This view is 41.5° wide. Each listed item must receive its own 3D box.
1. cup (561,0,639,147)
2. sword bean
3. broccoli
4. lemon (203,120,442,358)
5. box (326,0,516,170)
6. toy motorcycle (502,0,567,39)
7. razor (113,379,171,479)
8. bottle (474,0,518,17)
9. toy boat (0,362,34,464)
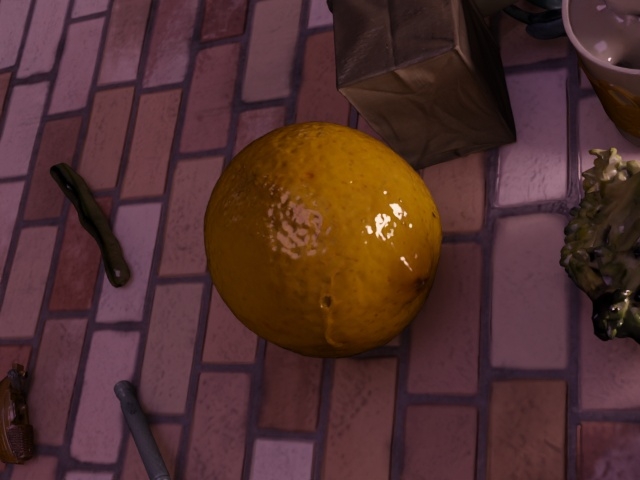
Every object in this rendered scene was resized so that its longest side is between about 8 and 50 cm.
[{"bbox_3d":[0.390,-0.198,0.882,0.241,0.226,0.185,15,76,30],"label":"cup"},{"bbox_3d":[-0.356,-0.030,1.310,0.043,0.038,0.269,-38,58,2],"label":"sword bean"},{"bbox_3d":[0.356,-0.008,0.807,0.263,0.243,0.247,33,73,28],"label":"broccoli"},{"bbox_3d":[0.001,0.001,0.976,0.293,0.293,0.293,-10,65,23],"label":"lemon"},{"bbox_3d":[0.124,-0.210,1.020,0.155,0.231,0.149,-14,64,22],"label":"box"},{"bbox_3d":[0.327,-0.356,1.029,0.260,0.154,0.206,-8,67,55],"label":"toy motorcycle"},{"bbox_3d":[-0.226,0.271,1.100,0.068,0.106,0.232,-43,45,4],"label":"razor"},{"bbox_3d":[0.204,-0.317,1.059,0.201,0.072,0.072,-6,61,64],"label":"bottle"},{"bbox_3d":[-0.444,0.253,1.233,0.049,0.047,0.149,-15,65,6],"label":"toy boat"}]
